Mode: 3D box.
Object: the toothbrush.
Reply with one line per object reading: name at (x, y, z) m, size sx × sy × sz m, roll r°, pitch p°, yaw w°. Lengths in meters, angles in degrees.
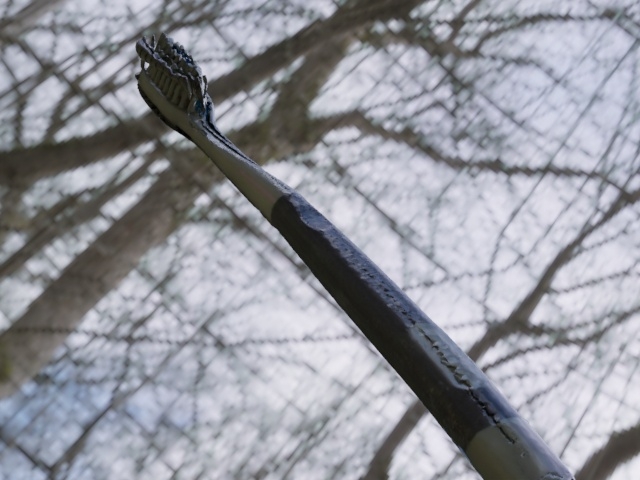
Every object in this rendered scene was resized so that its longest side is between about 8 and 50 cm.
toothbrush at (0.000, 0.000, 0.607) m, size 0.288 × 0.024 × 0.026 m, roll 48°, pitch -34°, yaw 48°
